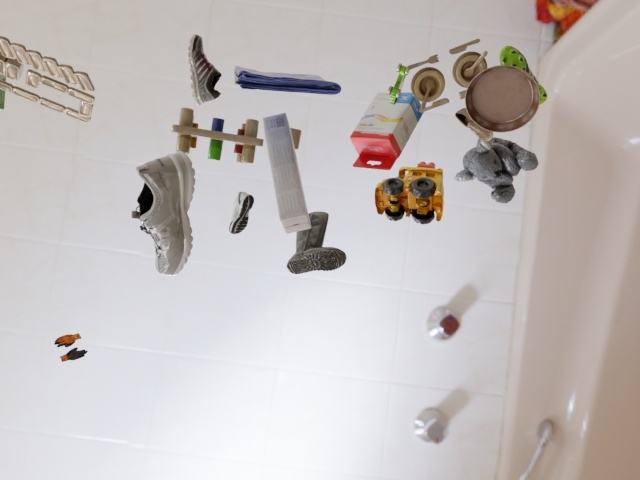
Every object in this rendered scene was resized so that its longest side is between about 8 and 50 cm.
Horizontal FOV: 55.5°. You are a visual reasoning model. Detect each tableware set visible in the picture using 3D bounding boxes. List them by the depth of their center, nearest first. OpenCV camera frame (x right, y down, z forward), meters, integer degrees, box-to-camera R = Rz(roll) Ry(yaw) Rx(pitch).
[{"bbox_3d":[0.316,-0.394,1.481,0.039,0.194,0.128,-102,-9,-65],"label":"tableware set"}]

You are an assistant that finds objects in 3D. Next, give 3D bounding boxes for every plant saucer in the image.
[{"bbox_3d":[0.424,-0.333,1.420,0.029,0.168,0.168,-63,-14,-47],"label":"plant saucer"}]

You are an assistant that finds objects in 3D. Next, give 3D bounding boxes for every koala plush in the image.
[{"bbox_3d":[0.526,-0.243,1.928,0.203,0.221,0.196,50,125,33],"label":"koala plush"}]

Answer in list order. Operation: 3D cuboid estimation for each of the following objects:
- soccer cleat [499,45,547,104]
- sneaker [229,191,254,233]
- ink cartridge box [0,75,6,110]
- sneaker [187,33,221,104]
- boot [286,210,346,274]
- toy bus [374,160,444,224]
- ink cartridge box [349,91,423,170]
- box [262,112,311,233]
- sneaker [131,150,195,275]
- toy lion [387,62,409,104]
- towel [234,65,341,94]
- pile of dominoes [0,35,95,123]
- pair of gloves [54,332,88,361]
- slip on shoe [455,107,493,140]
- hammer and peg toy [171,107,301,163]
[{"bbox_3d":[0.500,-0.411,1.518,0.060,0.179,0.072,-38,20,18],"label":"soccer cleat"},{"bbox_3d":[-0.192,-0.066,1.445,0.043,0.040,0.109,37,109,41],"label":"sneaker"},{"bbox_3d":[-0.815,-0.385,1.346,0.212,0.093,0.154,8,-95,-65],"label":"ink cartridge box"},{"bbox_3d":[-0.282,-0.422,1.501,0.063,0.074,0.170,-41,-54,-87],"label":"sneaker"},{"bbox_3d":[0.000,-0.002,1.720,0.208,0.189,0.076,-68,-35,-50],"label":"boot"},{"bbox_3d":[0.303,-0.179,2.004,0.149,0.220,0.211,79,-158,-47],"label":"toy bus"},{"bbox_3d":[0.177,-0.308,1.703,0.231,0.134,0.078,-60,-41,-24],"label":"ink cartridge box"},{"bbox_3d":[-0.084,-0.168,1.459,0.063,0.067,0.324,72,-176,-57],"label":"box"},{"bbox_3d":[-0.325,-0.048,1.216,0.105,0.115,0.281,45,136,43],"label":"sneaker"},{"bbox_3d":[0.208,-0.412,1.616,0.096,0.034,0.100,-25,-43,-78],"label":"toy lion"},{"bbox_3d":[-0.092,-0.402,1.502,0.336,0.243,0.040,-115,29,-68],"label":"towel"},{"bbox_3d":[-0.614,-0.366,1.332,0.196,0.251,0.040,-35,39,56],"label":"pile of dominoes"},{"bbox_3d":[-0.689,0.294,1.680,0.083,0.074,0.010,55,134,23],"label":"pair of gloves"},{"bbox_3d":[0.441,-0.333,1.752,0.135,0.041,0.051,57,147,28],"label":"slip on shoe"},{"bbox_3d":[-0.252,-0.292,1.793,0.266,0.361,0.127,-151,69,-76],"label":"hammer and peg toy"}]
